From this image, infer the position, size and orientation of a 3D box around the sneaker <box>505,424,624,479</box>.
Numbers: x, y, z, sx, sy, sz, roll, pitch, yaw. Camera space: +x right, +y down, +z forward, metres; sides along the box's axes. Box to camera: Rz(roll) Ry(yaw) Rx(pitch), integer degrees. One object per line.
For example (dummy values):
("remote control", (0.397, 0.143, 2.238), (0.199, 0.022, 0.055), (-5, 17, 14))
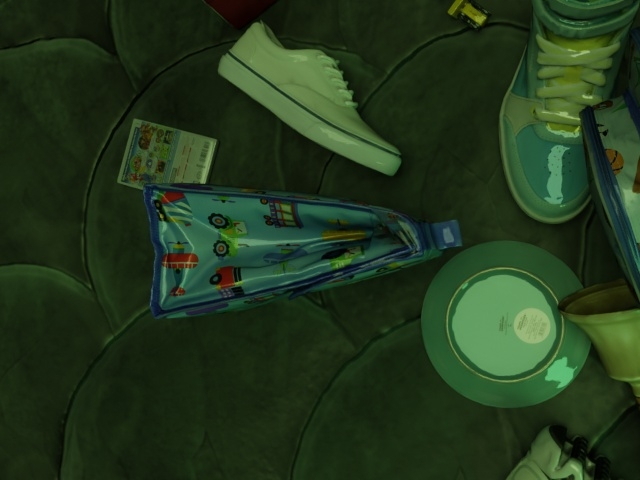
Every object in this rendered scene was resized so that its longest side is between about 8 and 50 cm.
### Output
("sneaker", (0.309, 0.326, 0.747), (0.292, 0.110, 0.118), (44, 107, 21))

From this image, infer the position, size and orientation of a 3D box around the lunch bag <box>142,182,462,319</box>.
("lunch bag", (0.000, 0.000, 0.781), (0.293, 0.221, 0.138), (-6, 86, 16))

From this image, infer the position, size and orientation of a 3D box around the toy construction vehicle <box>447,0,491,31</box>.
("toy construction vehicle", (0.170, -0.298, 0.848), (0.098, 0.035, 0.086), (41, 109, 16))

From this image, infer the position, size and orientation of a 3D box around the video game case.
("video game case", (-0.195, -0.100, 0.949), (0.122, 0.011, 0.087), (16, 92, 16))

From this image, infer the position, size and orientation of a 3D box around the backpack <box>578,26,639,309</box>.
("backpack", (0.334, -0.065, 0.623), (0.213, 0.276, 0.263), (-15, 122, 14))

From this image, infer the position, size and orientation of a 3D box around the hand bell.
("hand bell", (0.335, 0.167, 0.757), (0.126, 0.126, 0.242), (-15, 96, 14))

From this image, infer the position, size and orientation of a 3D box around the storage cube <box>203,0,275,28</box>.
("storage cube", (-0.099, -0.393, 0.847), (0.193, 0.184, 0.215), (-34, 79, 12))

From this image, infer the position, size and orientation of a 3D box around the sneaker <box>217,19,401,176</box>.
("sneaker", (-0.005, -0.169, 0.856), (0.258, 0.094, 0.091), (36, 101, 15))

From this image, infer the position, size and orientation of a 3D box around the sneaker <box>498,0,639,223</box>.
("sneaker", (0.244, -0.179, 0.728), (0.127, 0.208, 0.319), (7, 90, 15))

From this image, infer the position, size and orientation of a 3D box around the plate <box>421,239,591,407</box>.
("plate", (0.203, 0.093, 0.822), (0.188, 0.024, 0.188), (-1, 86, 16))
